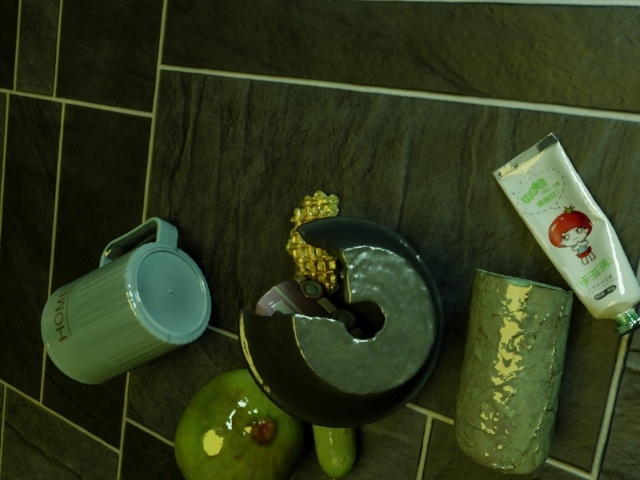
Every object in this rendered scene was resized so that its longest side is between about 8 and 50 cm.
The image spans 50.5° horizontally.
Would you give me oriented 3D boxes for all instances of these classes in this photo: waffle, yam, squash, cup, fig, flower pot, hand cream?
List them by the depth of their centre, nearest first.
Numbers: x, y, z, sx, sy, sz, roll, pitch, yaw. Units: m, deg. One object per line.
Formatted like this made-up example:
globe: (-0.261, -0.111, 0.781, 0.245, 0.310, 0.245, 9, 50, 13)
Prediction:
hand cream: (0.404, -0.006, 1.081, 0.121, 0.076, 0.336, -38, 66, 29)
yam: (0.307, 0.199, 1.094, 0.168, 0.168, 0.304, 12, 102, 34)
flower pot: (0.061, 0.135, 1.111, 0.379, 0.251, 0.379, 1, 82, -8)
squash: (0.029, 0.382, 1.353, 0.095, 0.095, 0.188, -6, 95, 35)
waffle: (0.000, 0.000, 1.367, 0.160, 0.046, 0.192, 37, 115, 28)
fig: (-0.181, 0.417, 1.415, 0.326, 0.258, 0.258, -45, 68, 47)
cup: (-0.429, 0.147, 1.589, 0.311, 0.331, 0.257, -25, 113, 32)

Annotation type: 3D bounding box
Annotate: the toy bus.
toy bus: (-0.027, 0.186, 1.322, 0.202, 0.142, 0.142, 42, 137, 26)
